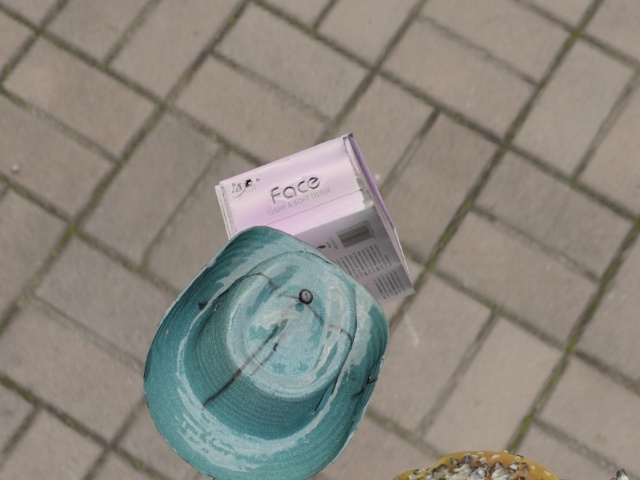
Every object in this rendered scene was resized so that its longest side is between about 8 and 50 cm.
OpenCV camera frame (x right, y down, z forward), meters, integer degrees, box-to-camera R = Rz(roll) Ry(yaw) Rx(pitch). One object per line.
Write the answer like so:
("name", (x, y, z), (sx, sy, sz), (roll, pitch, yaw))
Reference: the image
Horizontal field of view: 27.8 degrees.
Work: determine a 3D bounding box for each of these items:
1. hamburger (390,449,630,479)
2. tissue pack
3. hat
("hamburger", (0.060, 0.164, 0.554), (0.190, 0.093, 0.164), (-23, 49, 0))
("tissue pack", (0.000, 0.000, 1.361), (0.149, 0.246, 0.092), (-20, 65, 5))
("hat", (-0.024, 0.058, 0.805), (0.138, 0.078, 0.191), (32, 53, -4))
